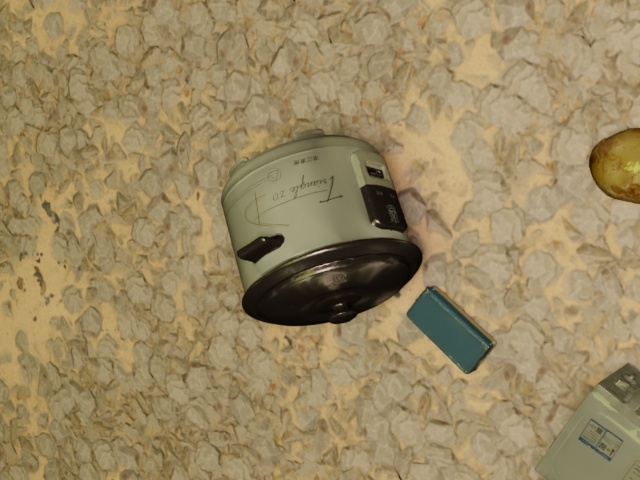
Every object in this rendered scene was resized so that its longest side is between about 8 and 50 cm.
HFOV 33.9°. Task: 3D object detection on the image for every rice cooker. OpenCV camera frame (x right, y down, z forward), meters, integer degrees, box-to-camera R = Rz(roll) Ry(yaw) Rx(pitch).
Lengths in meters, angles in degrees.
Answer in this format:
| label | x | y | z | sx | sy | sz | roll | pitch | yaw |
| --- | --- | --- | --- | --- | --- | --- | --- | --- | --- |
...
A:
| label | x | y | z | sx | sy | sz | roll | pitch | yaw |
| --- | --- | --- | --- | --- | --- | --- | --- | --- | --- |
| rice cooker | 0.000 | 0.000 | 1.368 | 0.241 | 0.280 | 0.227 | -30 | 64 | 31 |

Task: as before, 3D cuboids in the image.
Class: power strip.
| label | x | y | z | sx | sy | sz | roll | pitch | yaw |
| --- | --- | --- | --- | --- | --- | --- | --- | --- | --- |
| power strip | 0.173 | 0.117 | 1.405 | 0.123 | 0.032 | 0.056 | 44 | 118 | 21 |

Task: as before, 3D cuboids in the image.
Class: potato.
| label | x | y | z | sx | sy | sz | roll | pitch | yaw |
| --- | --- | --- | --- | --- | --- | --- | --- | --- | --- |
| potato | 0.357 | -0.084 | 1.233 | 0.103 | 0.066 | 0.096 | 0 | 94 | 36 |

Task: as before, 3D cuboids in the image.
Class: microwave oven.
| label | x | y | z | sx | sy | sz | roll | pitch | yaw |
| --- | --- | --- | --- | --- | --- | --- | --- | --- | --- |
| microwave oven | 0.387 | 0.270 | 1.230 | 0.208 | 0.122 | 0.162 | 40 | 117 | 24 |
